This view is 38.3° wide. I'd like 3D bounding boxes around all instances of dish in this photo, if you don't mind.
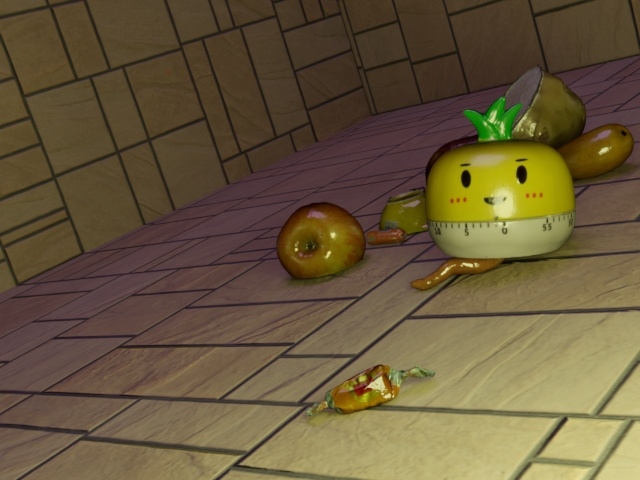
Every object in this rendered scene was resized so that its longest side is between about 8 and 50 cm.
[{"bbox_3d":[0.207,-0.069,2.083,0.207,0.080,0.149,-10,15,37],"label":"dish"}]

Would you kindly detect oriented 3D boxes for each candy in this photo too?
[{"bbox_3d":[0.063,0.196,1.224,0.182,0.047,0.053,-19,11,4],"label":"candy"}]

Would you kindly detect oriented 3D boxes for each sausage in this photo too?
[{"bbox_3d":[0.148,-0.009,2.017,0.107,0.031,0.031,-5,18,45],"label":"sausage"}]

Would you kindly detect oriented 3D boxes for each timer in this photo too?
[{"bbox_3d":[0.308,-0.115,1.608,0.285,0.285,0.285,-17,13,4],"label":"timer"}]

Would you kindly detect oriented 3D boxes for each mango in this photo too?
[{"bbox_3d":[0.581,-0.187,2.029,0.227,0.099,0.136,-17,14,46],"label":"mango"}]

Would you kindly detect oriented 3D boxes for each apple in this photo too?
[{"bbox_3d":[0.000,0.000,1.954,0.195,0.160,0.173,-6,-5,22],"label":"apple"}]

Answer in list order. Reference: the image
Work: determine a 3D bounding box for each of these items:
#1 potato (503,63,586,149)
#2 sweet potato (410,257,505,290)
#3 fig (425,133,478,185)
[{"bbox_3d":[0.527,-0.263,2.252,0.300,0.196,0.246,-57,8,-23],"label":"potato"},{"bbox_3d":[0.243,0.048,1.614,0.179,0.044,0.044,-17,13,-1],"label":"sweet potato"},{"bbox_3d":[0.334,-0.118,1.969,0.203,0.186,0.249,-30,-22,7],"label":"fig"}]
